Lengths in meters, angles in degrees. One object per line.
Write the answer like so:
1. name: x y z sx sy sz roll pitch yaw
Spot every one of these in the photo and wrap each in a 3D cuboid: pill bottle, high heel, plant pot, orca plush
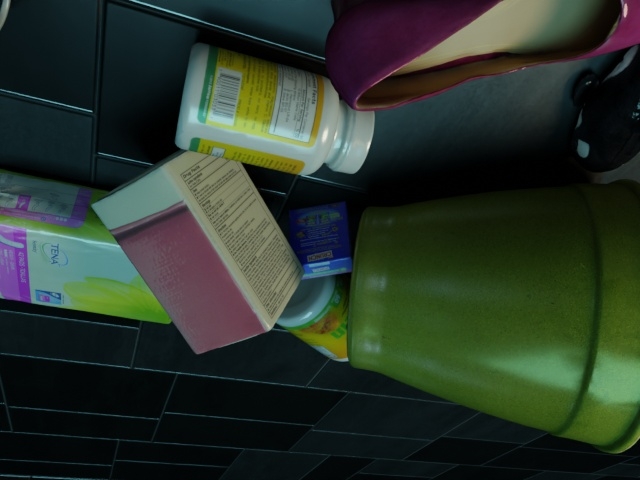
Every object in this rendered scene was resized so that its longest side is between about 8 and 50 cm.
1. pill bottle: -0.050 -0.140 0.613 0.209 0.117 0.117 10 141 -16
2. pill bottle: 0.023 0.131 0.953 0.137 0.136 0.246 -23 138 24
3. high heel: 0.193 -0.184 0.516 0.378 0.181 0.127 -4 142 3
4. plant pot: 0.223 0.081 0.767 0.353 0.366 0.366 6 143 9
5. orca plush: 0.405 -0.166 0.616 0.151 0.102 0.287 18 138 -25

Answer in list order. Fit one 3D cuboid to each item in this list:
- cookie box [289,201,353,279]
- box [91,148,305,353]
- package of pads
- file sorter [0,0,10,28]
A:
1. cookie box: 0.000 0.000 0.805 0.092 0.107 0.040 -9 142 8
2. box: -0.144 0.002 0.690 0.127 0.148 0.232 -22 108 26
3. package of pads: -0.348 0.018 0.816 0.297 0.101 0.229 12 142 -19
4. file sorter: -0.403 -0.250 0.402 0.278 0.173 0.193 15 140 -21
